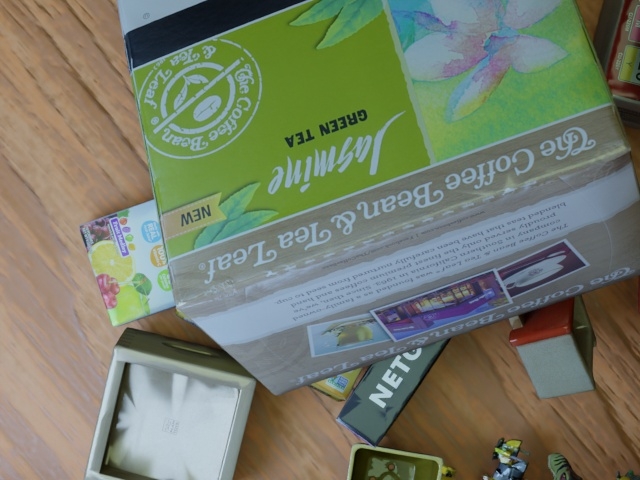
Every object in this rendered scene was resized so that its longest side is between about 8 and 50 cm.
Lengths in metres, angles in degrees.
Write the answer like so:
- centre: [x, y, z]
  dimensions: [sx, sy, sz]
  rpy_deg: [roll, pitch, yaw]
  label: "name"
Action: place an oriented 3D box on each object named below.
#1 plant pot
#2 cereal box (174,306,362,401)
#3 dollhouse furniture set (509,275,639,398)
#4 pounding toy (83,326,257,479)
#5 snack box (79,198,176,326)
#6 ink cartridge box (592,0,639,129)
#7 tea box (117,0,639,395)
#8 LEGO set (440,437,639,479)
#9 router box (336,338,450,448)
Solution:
- centre: [0.062, 0.223, 1.222]
  dimensions: [0.081, 0.083, 0.081]
  rpy_deg: [10, 88, 2]
  label: "plant pot"
- centre: [0.000, 0.000, 1.225]
  dimensions: [0.173, 0.047, 0.240]
  rpy_deg: [28, 79, -2]
  label: "cereal box"
- centre: [0.284, 0.037, 1.123]
  dimensions: [0.259, 0.262, 0.135]
  rpy_deg: [-14, 116, 20]
  label: "dollhouse furniture set"
- centre: [-0.114, 0.203, 1.229]
  dimensions: [0.181, 0.094, 0.206]
  rpy_deg: [14, 98, -3]
  label: "pounding toy"
- centre: [-0.139, 0.010, 1.257]
  dimensions: [0.141, 0.037, 0.100]
  rpy_deg: [-19, 89, -1]
  label: "snack box"
- centre: [0.403, -0.234, 1.205]
  dimensions: [0.272, 0.130, 0.309]
  rpy_deg: [14, 88, 1]
  label: "ink cartridge box"
- centre: [0.048, -0.099, 1.061]
  dimensions: [0.329, 0.220, 0.323]
  rpy_deg: [-20, 62, 10]
  label: "tea box"
- centre: [0.215, 0.224, 1.089]
  dimensions: [0.255, 0.331, 0.192]
  rpy_deg: [24, 101, 27]
  label: "LEGO set"
- centre: [0.083, 0.094, 1.201]
  dimensions: [0.046, 0.133, 0.179]
  rpy_deg: [34, 90, 7]
  label: "router box"
